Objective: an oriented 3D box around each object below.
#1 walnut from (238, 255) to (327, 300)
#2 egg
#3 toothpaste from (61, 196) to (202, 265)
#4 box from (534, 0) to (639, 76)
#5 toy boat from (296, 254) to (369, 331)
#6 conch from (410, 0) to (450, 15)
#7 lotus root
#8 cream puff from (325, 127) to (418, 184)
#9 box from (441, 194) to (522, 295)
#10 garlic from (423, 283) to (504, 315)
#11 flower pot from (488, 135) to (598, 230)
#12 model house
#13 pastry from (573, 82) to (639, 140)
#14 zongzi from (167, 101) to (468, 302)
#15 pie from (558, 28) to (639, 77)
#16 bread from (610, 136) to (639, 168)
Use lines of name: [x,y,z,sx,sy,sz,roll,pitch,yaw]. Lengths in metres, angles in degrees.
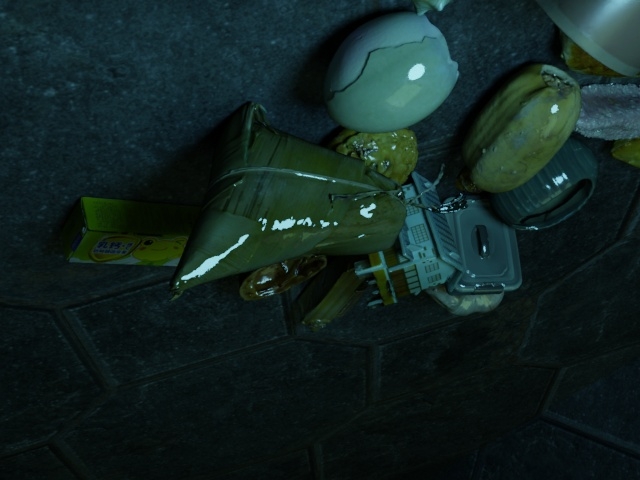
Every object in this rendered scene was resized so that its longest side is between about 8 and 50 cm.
walnut: [-0.094,0.045,2.084,0.211,0.087,0.167,-30,156,22]
egg: [0.103,-0.263,1.571,0.217,0.183,0.183,-31,150,3]
toothpaste: [-0.320,-0.012,1.860,0.327,0.077,0.110,4,146,-35]
box: [0.430,-0.416,1.418,0.301,0.301,0.216,13,130,-44]
toy boat: [0.043,0.116,2.284,0.115,0.089,0.310,9,142,-26]
conch: [0.176,-0.419,1.444,0.234,0.114,0.137,-46,175,-28]
lotus root: [0.369,-0.194,1.864,0.151,0.169,0.342,5,143,-25]
cream puff: [0.098,-0.150,1.824,0.189,0.129,0.189,-18,152,-10]
box: [0.347,0.018,2.165,0.162,0.227,0.130,-2,160,-10]
garlic: [0.332,0.072,2.338,0.219,0.218,0.212,-15,-171,-7]
flower pot: [0.469,-0.124,2.064,0.243,0.157,0.189,-37,148,27]
model house: [0.166,0.001,2.038,0.215,0.224,0.198,-16,149,1]
pastry: [0.590,-0.260,1.964,0.265,0.103,0.112,-8,156,-17]
zongzi: [0.000,0.000,1.625,0.447,0.418,0.181,20,139,-3]
pie: [0.577,-0.395,1.735,0.315,0.092,0.315,-14,149,-8]
bread: [0.749,-0.220,2.146,0.233,0.088,0.161,11,135,-38]
